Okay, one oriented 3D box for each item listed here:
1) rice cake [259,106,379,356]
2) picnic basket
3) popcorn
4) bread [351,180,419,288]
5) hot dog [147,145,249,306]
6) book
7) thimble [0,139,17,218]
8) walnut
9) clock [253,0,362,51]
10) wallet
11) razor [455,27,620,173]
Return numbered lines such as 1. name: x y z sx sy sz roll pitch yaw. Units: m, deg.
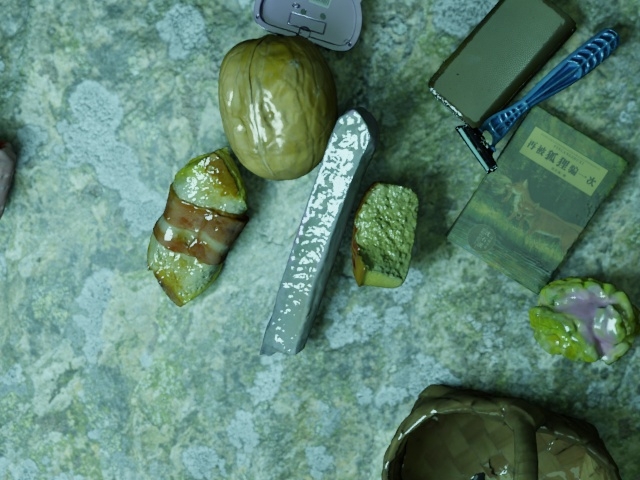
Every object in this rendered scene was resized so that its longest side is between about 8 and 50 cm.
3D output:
1. rice cake: 0.000 0.000 1.157 0.064 0.070 0.399 24 115 10
2. picnic basket: 0.244 0.365 1.101 0.337 0.337 0.293 12 101 4
3. popcorn: 0.367 0.111 1.143 0.145 0.126 0.125 -11 84 36
4. bread: 0.084 -0.003 1.154 0.086 0.125 0.156 9 75 -2
5. hot dog: -0.175 -0.029 1.197 0.123 0.093 0.261 28 117 -7
6. book: 0.307 -0.057 1.169 0.160 0.024 0.228 33 102 3
7. thimble: -0.546 -0.102 1.190 0.190 0.163 0.125 20 103 3
8. walnut: -0.057 -0.182 1.123 0.165 0.165 0.197 -13 106 9
9. clock: -0.010 -0.330 1.145 0.153 0.050 0.110 18 101 3
10. wallet: 0.248 -0.254 1.138 0.110 0.031 0.198 41 102 -1
11. razor: 0.302 -0.203 1.122 0.253 0.042 0.082 -39 103 3
